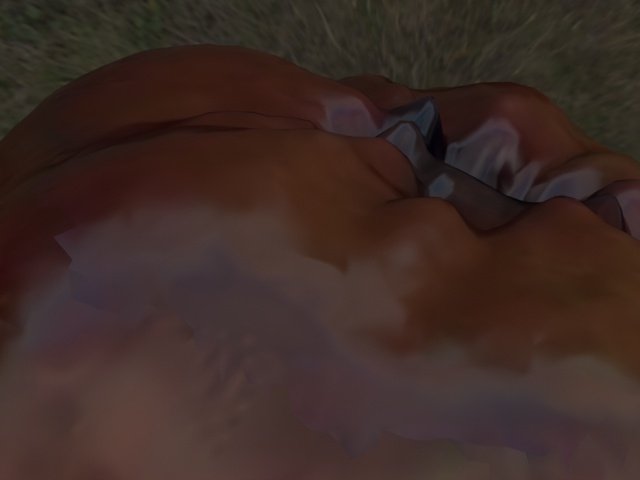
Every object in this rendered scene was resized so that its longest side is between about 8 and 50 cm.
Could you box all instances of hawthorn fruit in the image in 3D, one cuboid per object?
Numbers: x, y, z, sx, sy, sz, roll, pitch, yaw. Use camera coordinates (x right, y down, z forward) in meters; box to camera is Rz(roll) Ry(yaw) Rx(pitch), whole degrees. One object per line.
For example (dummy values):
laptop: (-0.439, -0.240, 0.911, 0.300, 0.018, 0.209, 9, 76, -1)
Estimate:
hawthorn fruit: (0.012, 0.154, 0.803, 0.471, 0.472, 0.472, 0, 92, 2)
